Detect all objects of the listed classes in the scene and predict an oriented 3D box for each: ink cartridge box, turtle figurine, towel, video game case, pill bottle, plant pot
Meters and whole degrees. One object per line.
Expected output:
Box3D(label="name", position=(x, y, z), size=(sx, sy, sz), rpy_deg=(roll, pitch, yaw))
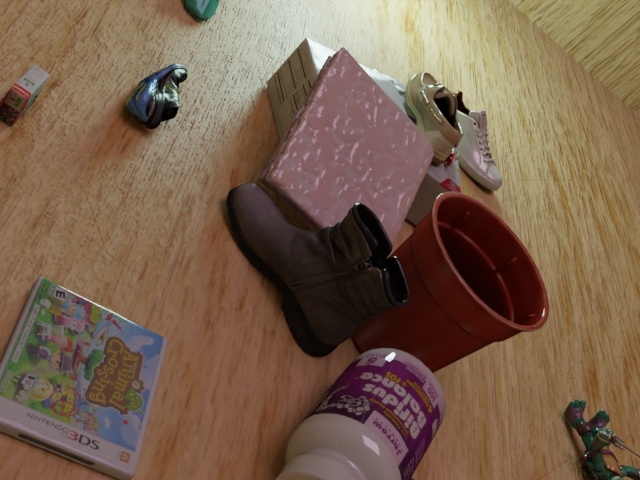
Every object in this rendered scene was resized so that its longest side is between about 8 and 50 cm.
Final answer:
Box3D(label="ink cartridge box", position=(-0.439, -0.201, 1.141), size=(0.029, 0.063, 0.115), rpy_deg=(34, 37, -16))
Box3D(label="ink cartridge box", position=(0.223, -0.142, 1.750), size=(0.128, 0.127, 0.176), rpy_deg=(34, 37, -20))
Box3D(label="turtle figurine", position=(0.584, 0.436, 1.593), size=(0.175, 0.118, 0.234), rpy_deg=(45, 16, -30))
Box3D(label="towel", position=(0.063, -0.142, 1.490), size=(0.317, 0.053, 0.331), rpy_deg=(42, 61, -28))
Box3D(label="video game case", position=(-0.295, 0.167, 0.973), size=(0.193, 0.023, 0.212), rpy_deg=(31, 38, -23))
Box3D(label="pill bottle", position=(0.054, 0.289, 1.108), size=(0.169, 0.169, 0.301), rpy_deg=(49, 34, 1))
Box3D(label="plant pot", position=(0.202, 0.101, 1.368), size=(0.272, 0.265, 0.272), rpy_deg=(29, 38, -26))

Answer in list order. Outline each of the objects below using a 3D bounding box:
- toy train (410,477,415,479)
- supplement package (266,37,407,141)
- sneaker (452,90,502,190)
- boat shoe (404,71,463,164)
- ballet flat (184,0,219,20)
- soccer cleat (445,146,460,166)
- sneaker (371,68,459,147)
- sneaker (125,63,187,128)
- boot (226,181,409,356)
Box3D(label="toy train", position=(0.146, 0.394, 1.234), size=(0.158, 0.027, 0.036), rpy_deg=(56, 24, 12))
Box3D(label="supplement package", position=(0.044, -0.268, 1.663), size=(0.262, 0.145, 0.204), rpy_deg=(17, 46, -38))
Box3D(label="sneaker", position=(0.410, -0.270, 2.089), size=(0.290, 0.123, 0.106), rpy_deg=(56, 33, 10))
Box3D(label="boat shoe", position=(0.261, -0.293, 1.744), size=(0.109, 0.098, 0.302), rpy_deg=(30, 35, -23))
Box3D(label="ballet flat", position=(-0.239, -0.572, 1.702), size=(0.083, 0.087, 0.247), rpy_deg=(30, 39, -25))
Box3D(label="soccer cleat", position=(0.291, -0.184, 1.729), size=(0.036, 0.029, 0.083), rpy_deg=(33, 31, -16))
Box3D(label="sneaker", position=(0.226, -0.324, 1.943), size=(0.305, 0.114, 0.152), rpy_deg=(29, 40, -25))
Box3D(label="sneaker", position=(-0.279, -0.252, 1.379), size=(0.078, 0.067, 0.188), rpy_deg=(58, 27, -25))
Box3D(label="boot", position=(0.000, 0.000, 1.283), size=(0.118, 0.223, 0.338), rpy_deg=(-17, 70, -53))
